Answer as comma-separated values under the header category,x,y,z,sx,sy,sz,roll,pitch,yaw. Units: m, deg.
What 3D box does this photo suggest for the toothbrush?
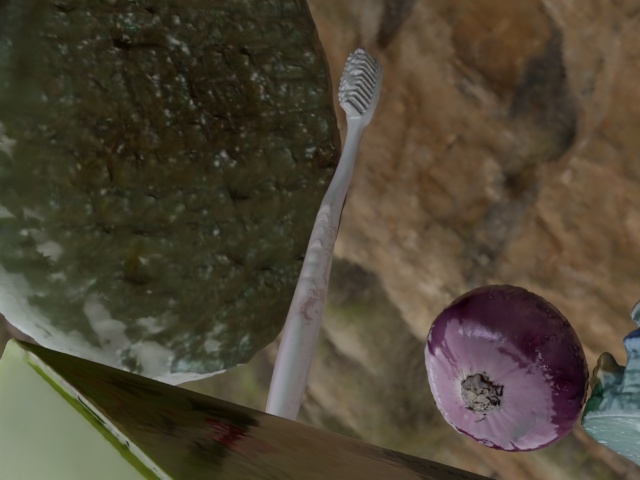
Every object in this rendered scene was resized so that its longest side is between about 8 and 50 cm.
category,x,y,z,sx,sy,sz,roll,pitch,yaw
toothbrush,0.000,0.000,0.971,0.025,0.307,0.029,-1,152,31

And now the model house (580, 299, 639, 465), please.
category,x,y,z,sx,sy,sz,roll,pitch,yaw
model house,0.248,0.072,0.925,0.119,0.149,0.148,-3,152,46

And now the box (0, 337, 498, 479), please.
category,x,y,z,sx,sy,sz,roll,pitch,yaw
box,0.028,0.118,0.474,0.260,0.062,0.175,23,-178,-36

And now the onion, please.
category,x,y,z,sx,sy,sz,roll,pitch,yaw
onion,0.125,0.084,0.955,0.115,0.115,0.104,43,-153,6

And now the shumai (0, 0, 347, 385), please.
category,x,y,z,sx,sy,sz,roll,pitch,yaw
shumai,-0.192,-0.070,1.172,0.324,0.397,0.323,11,164,-38
